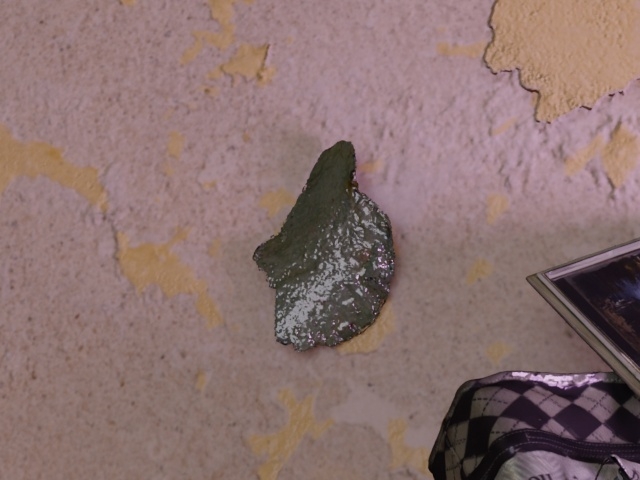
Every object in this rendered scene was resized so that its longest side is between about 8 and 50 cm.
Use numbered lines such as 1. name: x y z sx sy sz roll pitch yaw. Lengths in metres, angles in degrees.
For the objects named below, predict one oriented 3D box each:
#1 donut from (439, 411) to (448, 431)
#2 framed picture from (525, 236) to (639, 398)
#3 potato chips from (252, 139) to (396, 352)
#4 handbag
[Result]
1. donut: 0.176 0.209 1.772 0.108 0.043 0.097 -33 67 10
2. framed picture: 0.376 0.086 1.648 0.232 0.019 0.296 -18 45 -25
3. potato chips: 0.004 0.000 1.880 0.167 0.059 0.228 -24 68 19
4. handbag: 0.313 0.314 1.528 0.316 0.180 0.416 1 44 -24
